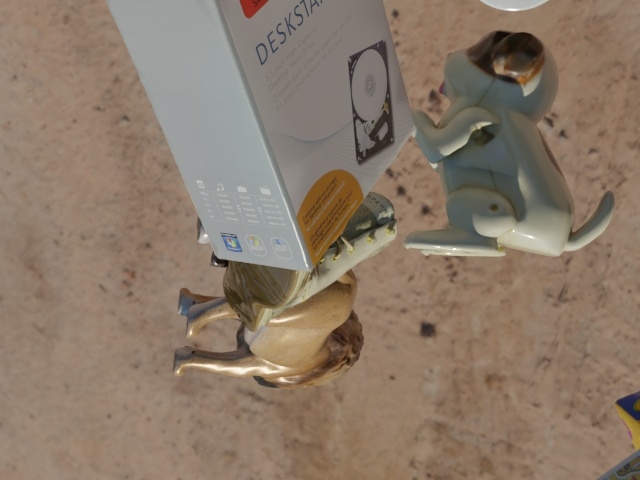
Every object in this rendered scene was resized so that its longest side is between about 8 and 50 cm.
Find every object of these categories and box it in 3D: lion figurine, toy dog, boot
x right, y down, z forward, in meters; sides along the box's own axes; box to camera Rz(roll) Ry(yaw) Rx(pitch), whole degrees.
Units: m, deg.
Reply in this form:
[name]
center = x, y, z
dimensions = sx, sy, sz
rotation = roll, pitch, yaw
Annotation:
[lion figurine]
center = -0.036, 0.082, 1.184
dimensions = 0.240, 0.142, 0.392
rotation = 5, 164, -10
[toy dog]
center = 0.323, -0.178, 1.896
dimensions = 0.395, 0.284, 0.408
rotation = 0, 87, 23
[boot]
center = 0.000, 0.000, 0.956
dimensions = 0.077, 0.165, 0.213
rotation = 55, 159, 9

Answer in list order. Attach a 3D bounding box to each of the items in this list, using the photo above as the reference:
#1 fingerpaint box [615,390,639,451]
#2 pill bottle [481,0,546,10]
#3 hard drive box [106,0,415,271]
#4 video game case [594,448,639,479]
[fingerpaint box]
center = 0.689, 0.243, 1.420
dimensions = 0.444, 0.371, 0.163
rotation = -27, 101, -1
[pill bottle]
center = 0.339, -0.531, 1.801
dimensions = 0.224, 0.392, 0.224
rotation = 5, 116, 9
[hard drive box]
center = -0.031, -0.125, 0.738
dimensions = 0.089, 0.181, 0.232
rotation = 7, 134, 32
[video game case]
center = 0.245, 0.294, 0.860
dimensions = 0.026, 0.206, 0.227
rotation = 30, 120, -28
